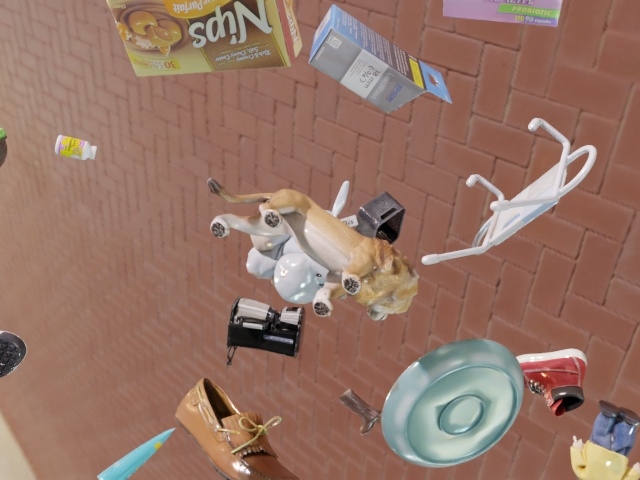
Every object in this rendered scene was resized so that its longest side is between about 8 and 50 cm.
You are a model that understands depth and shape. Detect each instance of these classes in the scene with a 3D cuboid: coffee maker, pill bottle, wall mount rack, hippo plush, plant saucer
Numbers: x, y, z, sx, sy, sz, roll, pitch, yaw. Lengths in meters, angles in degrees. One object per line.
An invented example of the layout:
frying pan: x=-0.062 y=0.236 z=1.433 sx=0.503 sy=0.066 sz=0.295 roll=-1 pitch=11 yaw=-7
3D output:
coffee maker: x=-0.131 y=0.231 z=1.647 sx=0.178 sy=0.120 sz=0.171 roll=11 pitch=124 yaw=7
pill bottle: x=-0.543 y=-0.204 z=1.483 sx=0.043 sy=0.083 sz=0.043 roll=-168 pitch=90 yaw=-74
wall mount rack: x=0.346 y=-0.070 z=1.272 sx=0.130 sy=0.304 sz=0.350 roll=36 pitch=140 yaw=-5
hippo plush: x=-0.011 y=0.058 z=1.525 sx=0.236 sy=0.294 sz=0.234 roll=-121 pitch=13 yaw=-51
plant saucer: x=0.278 y=0.343 z=1.346 sx=0.043 sy=0.318 sz=0.317 roll=-122 pitch=27 yaw=-60

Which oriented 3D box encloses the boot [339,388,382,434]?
boot: x=0.084 y=0.407 z=1.590 sx=0.114 sy=0.037 sz=0.106 roll=33 pitch=128 yaw=-5

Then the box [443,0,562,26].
box: x=0.362 y=-0.535 z=1.261 sx=0.214 sy=0.243 sz=0.117 roll=11 pitch=146 yaw=15

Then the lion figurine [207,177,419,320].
lion figurine: x=0.000 y=0.000 z=1.161 sx=0.392 sy=0.240 sz=0.142 roll=44 pitch=120 yaw=3

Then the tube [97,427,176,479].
tube: x=-0.438 y=0.522 z=1.616 sx=0.052 sy=0.207 sz=0.080 roll=54 pitch=156 yaw=-4

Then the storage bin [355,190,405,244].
storage bin: x=0.177 y=-0.047 z=2.014 sx=0.084 sy=0.122 sz=0.180 roll=45 pitch=156 yaw=22

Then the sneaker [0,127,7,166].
sneaker: x=-0.593 y=0.018 z=0.979 sx=0.185 sy=0.483 sz=0.202 roll=-1 pitch=143 yaw=16

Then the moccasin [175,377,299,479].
moccasin: x=-0.174 y=0.428 z=1.466 sx=0.380 sy=0.139 sz=0.147 roll=29 pitch=91 yaw=49

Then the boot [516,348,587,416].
boot: x=0.562 y=0.383 z=1.723 sx=0.244 sy=0.176 sz=0.088 roll=-23 pitch=118 yaw=38

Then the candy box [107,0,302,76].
candy box: x=-0.207 y=-0.401 z=1.190 sx=0.316 sy=0.087 sz=0.183 roll=0 pitch=132 yaw=17

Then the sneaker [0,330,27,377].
sneaker: x=-0.601 y=0.207 z=1.225 sx=0.235 sy=0.097 sz=0.084 roll=-28 pitch=103 yaw=32

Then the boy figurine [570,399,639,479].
boy figurine: x=0.707 y=0.552 z=1.651 sx=0.177 sy=0.092 sz=0.285 roll=15 pitch=99 yaw=12

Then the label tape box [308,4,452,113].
label tape box: x=0.142 y=-0.417 z=1.621 sx=0.334 sy=0.240 sz=0.106 roll=29 pitch=119 yaw=-14
